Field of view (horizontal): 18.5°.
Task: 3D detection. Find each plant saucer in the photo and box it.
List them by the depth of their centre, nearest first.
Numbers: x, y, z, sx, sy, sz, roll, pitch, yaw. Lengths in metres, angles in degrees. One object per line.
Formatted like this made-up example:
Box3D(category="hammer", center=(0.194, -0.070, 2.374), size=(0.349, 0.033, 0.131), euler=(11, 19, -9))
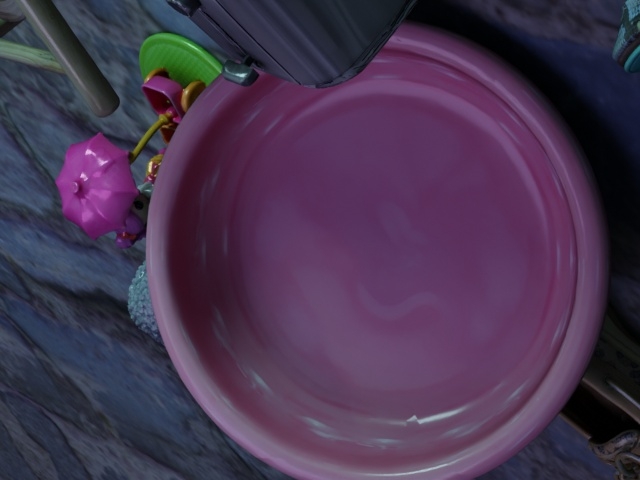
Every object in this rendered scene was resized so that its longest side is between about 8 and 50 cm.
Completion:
Box3D(category="plant saucer", center=(0.043, 0.009, 1.375), size=(0.332, 0.084, 0.332), euler=(3, 98, 18))

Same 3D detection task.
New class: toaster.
Box3D(category="toaster", center=(-0.004, -0.204, 1.201), size=(0.129, 0.227, 0.146), euler=(24, 163, 37))

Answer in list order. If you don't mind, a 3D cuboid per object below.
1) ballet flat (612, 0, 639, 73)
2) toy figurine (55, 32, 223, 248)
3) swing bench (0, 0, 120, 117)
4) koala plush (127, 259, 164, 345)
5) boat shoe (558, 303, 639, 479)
Box3D(category="ballet flat", center=(0.217, -0.156, 1.112), size=(0.070, 0.070, 0.188), euler=(47, 150, -3))
Box3D(category="toy figurine", center=(-0.143, -0.056, 1.615), size=(0.130, 0.159, 0.173), euler=(22, 145, 38))
Box3D(category="swing bench", center=(-0.149, -0.261, 1.247), size=(0.165, 0.253, 0.255), euler=(17, 141, 42))
Box3D(category="koala plush", center=(0.000, 0.000, 1.520), size=(0.196, 0.203, 0.221), euler=(38, 131, -5))
Box3D(category="boat shoe", center=(0.203, 0.117, 1.448), size=(0.285, 0.089, 0.104), euler=(45, 152, 1))
